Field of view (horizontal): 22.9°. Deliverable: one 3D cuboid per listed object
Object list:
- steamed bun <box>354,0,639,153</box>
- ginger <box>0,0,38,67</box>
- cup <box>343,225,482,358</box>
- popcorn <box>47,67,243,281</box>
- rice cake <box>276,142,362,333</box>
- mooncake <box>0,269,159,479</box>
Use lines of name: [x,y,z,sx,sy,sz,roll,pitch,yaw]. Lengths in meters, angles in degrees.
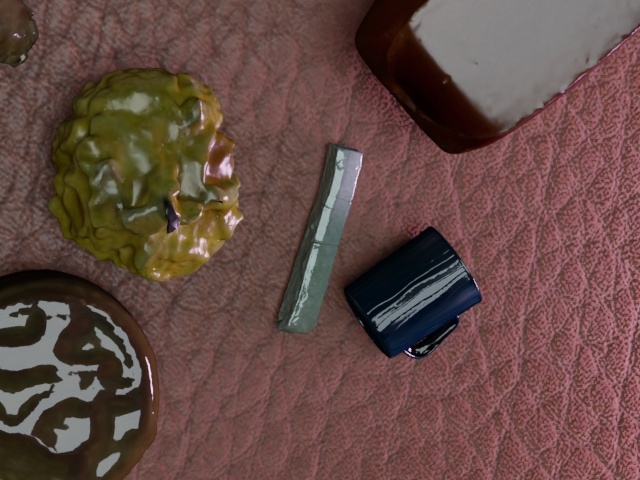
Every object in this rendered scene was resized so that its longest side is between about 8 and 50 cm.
steamed bun: [0.233,-0.290,1.884,0.379,0.248,0.235,-40,103,5]
ginger: [-0.467,-0.295,1.744,0.256,0.176,0.375,-18,101,-5]
cup: [0.121,0.082,1.979,0.138,0.113,0.150,-34,103,-6]
popcorn: [-0.197,-0.077,1.818,0.249,0.225,0.249,-1,93,-14]
rice cake: [0.000,0.000,1.971,0.045,0.042,0.245,15,93,-28]
mooncake: [-0.331,0.179,1.857,0.285,0.155,0.284,-2,97,-13]
